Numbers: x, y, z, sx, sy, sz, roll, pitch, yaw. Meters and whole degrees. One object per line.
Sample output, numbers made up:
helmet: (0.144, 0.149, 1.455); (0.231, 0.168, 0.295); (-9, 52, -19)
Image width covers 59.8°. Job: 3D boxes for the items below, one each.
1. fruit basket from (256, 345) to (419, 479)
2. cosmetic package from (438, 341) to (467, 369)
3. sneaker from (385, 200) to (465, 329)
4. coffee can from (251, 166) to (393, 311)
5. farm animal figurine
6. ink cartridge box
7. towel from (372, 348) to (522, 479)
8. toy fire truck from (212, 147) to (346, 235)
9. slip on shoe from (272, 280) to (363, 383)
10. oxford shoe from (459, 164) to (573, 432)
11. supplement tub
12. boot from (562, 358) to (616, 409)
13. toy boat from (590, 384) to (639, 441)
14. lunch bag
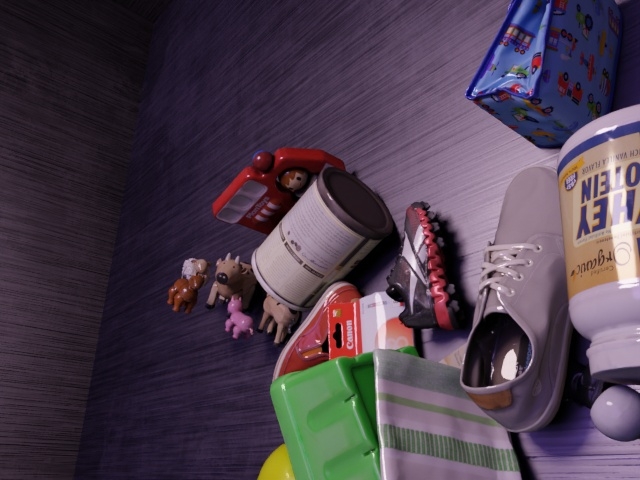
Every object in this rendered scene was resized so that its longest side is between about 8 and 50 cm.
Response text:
fruit basket: (0.043, 0.395, 0.932); (0.392, 0.282, 0.393); (3, 93, 57)
cosmetic package: (0.256, 0.221, 0.974); (0.115, 0.041, 0.060); (-46, 42, 29)
sneaker: (0.183, 0.049, 1.074); (0.135, 0.097, 0.276); (-16, 59, 18)
coffee can: (0.000, 0.000, 1.264); (0.275, 0.201, 0.202); (-47, 42, 28)
farm animal figurine: (-0.216, 0.125, 1.477); (0.327, 0.330, 0.172); (-124, 55, -80)
ink cartridge box: (0.099, 0.178, 1.119); (0.179, 0.045, 0.146); (-7, 63, 11)
towel: (0.196, 0.325, 0.798); (0.038, 0.247, 0.325); (126, 154, -45)
toy fire truck: (-0.094, -0.118, 1.393); (0.302, 0.253, 0.170); (-42, 45, 33)
slip on shoe: (-0.002, 0.249, 1.232); (0.331, 0.123, 0.101); (-58, 42, 8)
oxford shoe: (0.314, 0.064, 0.877); (0.169, 0.130, 0.450); (-20, 49, 56)
supplement tub: (0.428, 0.012, 0.697); (0.228, 0.228, 0.317); (-19, 60, 46)
boot: (0.387, 0.189, 0.825); (0.099, 0.045, 0.121); (16, 85, 59)
toy boat: (0.386, 0.341, 0.666); (0.267, 0.148, 0.319); (-17, 61, 47)
lunch bag: (0.395, -0.321, 0.896); (0.138, 0.220, 0.293); (21, 91, 53)
